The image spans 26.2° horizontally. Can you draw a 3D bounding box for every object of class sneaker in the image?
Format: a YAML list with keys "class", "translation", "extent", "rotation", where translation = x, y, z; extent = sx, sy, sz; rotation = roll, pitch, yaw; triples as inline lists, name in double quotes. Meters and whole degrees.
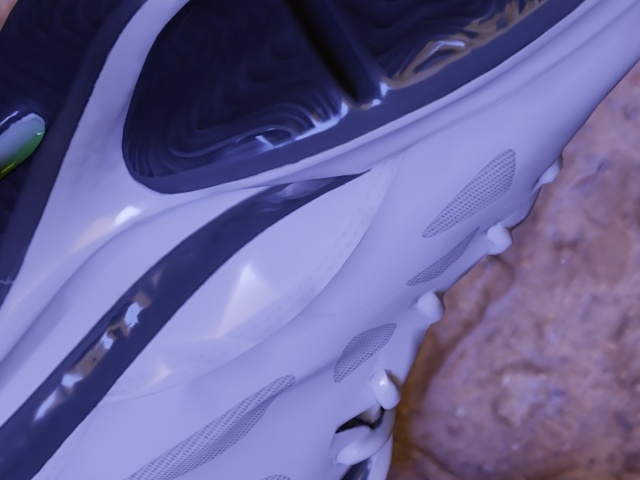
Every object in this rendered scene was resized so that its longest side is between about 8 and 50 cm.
- class: "sneaker"
  translation: [-0.001, 0.000, 0.519]
  extent: [0.447, 0.169, 0.257]
  rotation: [-36, 139, 8]
